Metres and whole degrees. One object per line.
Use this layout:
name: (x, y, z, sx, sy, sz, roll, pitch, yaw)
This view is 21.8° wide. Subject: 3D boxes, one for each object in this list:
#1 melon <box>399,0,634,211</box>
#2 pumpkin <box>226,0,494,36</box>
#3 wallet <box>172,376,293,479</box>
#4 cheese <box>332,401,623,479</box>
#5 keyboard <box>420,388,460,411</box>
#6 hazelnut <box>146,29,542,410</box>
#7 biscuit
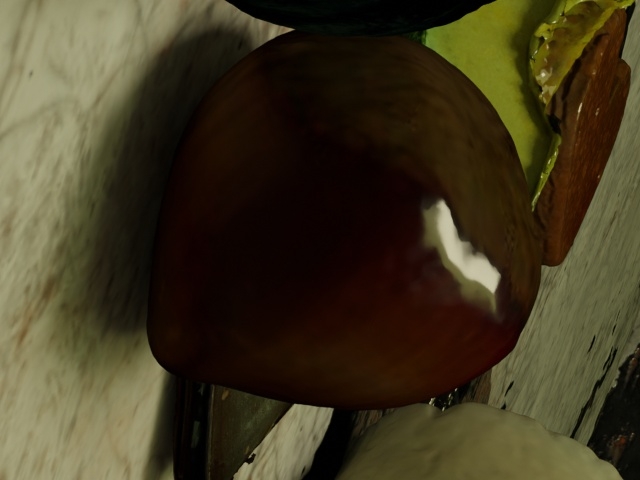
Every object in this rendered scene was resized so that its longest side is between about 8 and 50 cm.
melon: (0.104, -0.109, 1.085, 0.265, 0.129, 0.169, -63, -175, -27)
pumpkin: (0.053, -0.186, 0.605, 0.248, 0.248, 0.248, -56, 159, -35)
wallet: (-0.029, 0.058, 1.011, 0.232, 0.031, 0.122, -43, 146, -59)
cheese: (0.108, 0.302, 1.274, 0.153, 0.292, 0.332, -47, 160, -50)
keyboard: (0.054, 0.266, 1.515, 0.317, 0.027, 0.106, -63, 163, -15)
hazelnut: (0.000, 0.000, 0.811, 0.208, 0.208, 0.208, -56, 159, -35)
biscuit: (0.248, -0.122, 1.605, 0.277, 0.052, 0.262, 85, 26, -54)
